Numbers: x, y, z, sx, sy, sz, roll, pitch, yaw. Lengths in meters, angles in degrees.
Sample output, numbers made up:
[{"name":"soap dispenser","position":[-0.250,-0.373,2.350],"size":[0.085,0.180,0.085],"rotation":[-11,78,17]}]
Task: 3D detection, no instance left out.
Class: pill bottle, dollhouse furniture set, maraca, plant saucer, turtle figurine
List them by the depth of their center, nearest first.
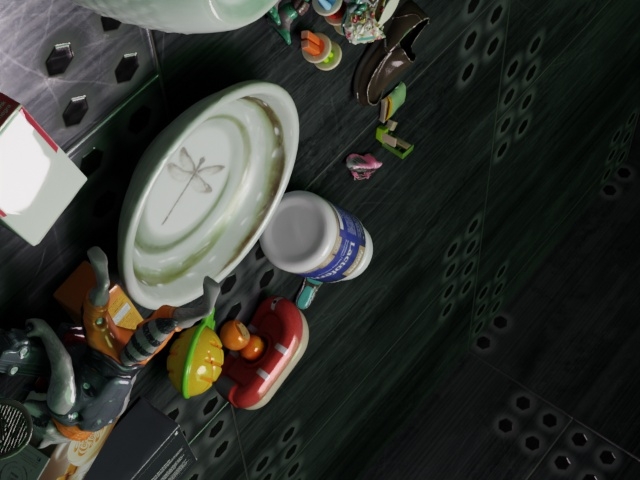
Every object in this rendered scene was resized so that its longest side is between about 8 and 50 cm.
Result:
[{"name":"turtle figurine","position":[0.011,-0.413,1.831],"size":[0.234,0.118,0.175],"rotation":[-41,141,0]},{"name":"plant saucer","position":[-0.194,-0.084,1.857],"size":[0.400,0.101,0.400],"rotation":[-44,153,-30]},{"name":"maraca","position":[-0.222,0.203,2.178],"size":[0.127,0.099,0.185],"rotation":[99,6,-47]},{"name":"pill bottle","position":[0.000,0.000,2.284],"size":[0.153,0.153,0.265],"rotation":[-59,157,4]},{"name":"dollhouse furniture set","position":[0.159,-0.238,2.420],"size":[0.076,0.059,0.151],"rotation":[-43,153,-33]}]

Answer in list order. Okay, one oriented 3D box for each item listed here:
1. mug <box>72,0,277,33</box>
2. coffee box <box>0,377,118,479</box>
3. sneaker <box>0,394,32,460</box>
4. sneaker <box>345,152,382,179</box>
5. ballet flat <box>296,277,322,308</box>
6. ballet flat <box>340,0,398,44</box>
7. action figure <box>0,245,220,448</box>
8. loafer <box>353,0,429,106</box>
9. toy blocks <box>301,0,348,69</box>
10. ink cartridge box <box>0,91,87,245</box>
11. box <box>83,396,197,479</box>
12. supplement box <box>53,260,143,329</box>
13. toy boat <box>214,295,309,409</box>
[{"name":"mug","position":[-0.155,-0.397,1.242],"size":[0.374,0.328,0.276],"rotation":[-49,156,-19]},{"name":"coffee box","position":[-0.432,0.333,1.909],"size":[0.246,0.098,0.141],"rotation":[-59,157,3]},{"name":"sneaker","position":[-0.541,0.248,1.568],"size":[0.296,0.178,0.123],"rotation":[-1,86,-22]},{"name":"sneaker","position":[0.080,-0.143,2.410],"size":[0.057,0.047,0.119],"rotation":[-54,158,21]},{"name":"ballet flat","position":[-0.019,0.090,2.520],"size":[0.114,0.041,0.041],"rotation":[-61,157,9]},{"name":"ballet flat","position":[0.104,-0.430,1.960],"size":[0.091,0.077,0.240],"rotation":[32,72,-64]},{"name":"action figure","position":[-0.338,0.167,1.672],"size":[0.341,0.178,0.330],"rotation":[7,127,-44]},{"name":"loafer","position":[0.132,-0.341,2.209],"size":[0.080,0.078,0.220],"rotation":[-9,128,-60]},{"name":"toy blocks","position":[0.004,-0.355,1.966],"size":[0.123,0.054,0.148],"rotation":[-59,157,3]},{"name":"ink cartridge box","position":[-0.389,-0.115,1.252],"size":[0.100,0.237,0.172],"rotation":[-55,157,-13]},{"name":"box","position":[-0.361,0.443,2.189],"size":[0.261,0.103,0.184],"rotation":[-48,158,-21]},{"name":"supplement box","position":[-0.333,0.125,1.873],"size":[0.080,0.078,0.233],"rotation":[-51,156,-15]},{"name":"toy boat","position":[-0.136,0.205,2.331],"size":[0.151,0.151,0.231],"rotation":[42,80,-37]}]
